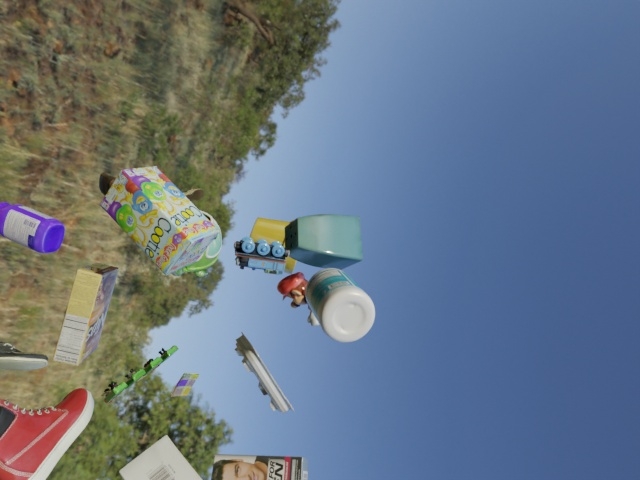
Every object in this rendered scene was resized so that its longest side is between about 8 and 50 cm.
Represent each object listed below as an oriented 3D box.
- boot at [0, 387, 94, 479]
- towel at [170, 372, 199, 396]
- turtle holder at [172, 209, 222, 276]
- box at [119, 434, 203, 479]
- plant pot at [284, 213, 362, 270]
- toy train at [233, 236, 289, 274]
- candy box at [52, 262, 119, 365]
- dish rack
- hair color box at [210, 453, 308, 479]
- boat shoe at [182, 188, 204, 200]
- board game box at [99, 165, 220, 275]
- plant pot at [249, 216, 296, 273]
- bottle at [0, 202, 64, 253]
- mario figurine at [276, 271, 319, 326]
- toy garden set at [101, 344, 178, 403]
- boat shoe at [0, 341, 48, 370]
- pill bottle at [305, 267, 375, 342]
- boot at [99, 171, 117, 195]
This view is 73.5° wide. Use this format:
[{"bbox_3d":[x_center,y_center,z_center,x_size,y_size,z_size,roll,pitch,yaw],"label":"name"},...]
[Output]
[{"bbox_3d":[-0.561,0.338,0.842,0.089,0.176,0.244,-23,-161,8],"label":"boot"},{"bbox_3d":[-0.405,0.434,1.286,0.009,0.060,0.083,38,-82,40],"label":"towel"},{"bbox_3d":[-0.565,0.008,1.828,0.320,0.243,0.227,-28,150,-48],"label":"turtle holder"},{"bbox_3d":[-0.503,0.848,1.412,0.215,0.168,0.345,35,-44,27],"label":"box"},{"bbox_3d":[0.000,0.000,1.507,0.166,0.235,0.165,-31,-124,55],"label":"plant pot"},{"bbox_3d":[-0.196,0.051,1.406,0.080,0.184,0.105,-140,-120,-72],"label":"toy train"},{"bbox_3d":[-0.804,0.245,1.480,0.183,0.088,0.316,-153,-102,-81],"label":"candy box"},{"bbox_3d":[-0.244,0.545,1.747,0.072,0.332,0.286,-32,-166,-16],"label":"dish rack"},{"bbox_3d":[-0.244,0.962,1.709,0.113,0.375,0.185,67,22,-56],"label":"hair color box"},{"bbox_3d":[-0.595,-0.204,1.954,0.153,0.048,0.056,-38,138,-48],"label":"boat shoe"},{"bbox_3d":[-0.452,-0.062,1.216,0.142,0.275,0.144,-46,176,24],"label":"board game box"},{"bbox_3d":[-0.206,0.003,2.007,0.254,0.239,0.253,-160,-90,-87],"label":"plant pot"},{"bbox_3d":[-0.976,-0.054,1.387,0.092,0.283,0.118,-26,135,-77],"label":"bottle"},{"bbox_3d":[-0.029,0.250,1.680,0.170,0.321,0.198,-60,168,-17],"label":"mario figurine"},{"bbox_3d":[-0.631,0.455,1.469,0.204,0.049,0.244,-41,176,42],"label":"toy garden set"},{"bbox_3d":[-0.916,0.327,1.237,0.084,0.233,0.079,-54,-147,42],"label":"boat shoe"},{"bbox_3d":[0.042,0.163,1.186,0.146,0.146,0.264,-66,-163,7],"label":"pill bottle"},{"bbox_3d":[-0.938,-0.210,1.950,0.082,0.106,0.219,-39,155,-42],"label":"boot"}]
